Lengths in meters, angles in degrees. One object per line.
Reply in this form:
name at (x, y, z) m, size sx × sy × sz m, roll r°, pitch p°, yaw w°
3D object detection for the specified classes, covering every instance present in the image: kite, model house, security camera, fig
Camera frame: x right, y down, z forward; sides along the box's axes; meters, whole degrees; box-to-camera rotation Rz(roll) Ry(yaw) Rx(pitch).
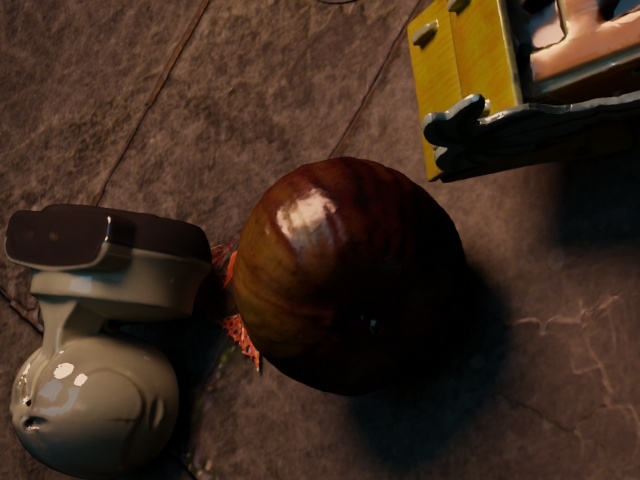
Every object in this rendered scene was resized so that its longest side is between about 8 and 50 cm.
kite at (-0.094, 0.036, 1.374) m, size 0.222 × 0.008 × 0.125 m, roll 38°, pitch 98°, yaw 43°
model house at (0.170, -0.196, 0.989) m, size 0.324 × 0.340 × 0.300 m, roll -19°, pitch 75°, yaw 35°
security camera at (-0.225, 0.111, 1.328) m, size 0.197 × 0.191 × 0.277 m, roll 2°, pitch 80°, yaw 38°
fig at (0.000, 0.000, 1.201) m, size 0.217 × 0.217 × 0.321 m, roll -54°, pitch 29°, yaw 10°

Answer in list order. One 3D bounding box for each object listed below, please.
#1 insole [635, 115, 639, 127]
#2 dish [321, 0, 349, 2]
insole at (0.318, -0.079, 1.073) m, size 0.080 × 0.003 × 0.232 m, roll -41°, pitch 50°, yaw 20°
dish at (0.026, -0.382, 1.392) m, size 0.236 × 0.086 × 0.227 m, roll 30°, pitch 93°, yaw 43°
